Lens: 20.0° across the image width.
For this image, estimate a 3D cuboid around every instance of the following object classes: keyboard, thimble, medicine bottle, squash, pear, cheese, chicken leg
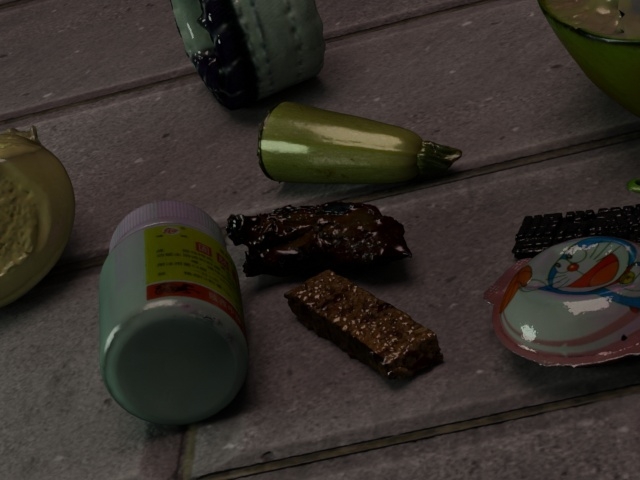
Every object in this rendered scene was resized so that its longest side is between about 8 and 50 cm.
[{"bbox_3d":[0.300,-0.016,1.750,0.231,0.023,0.072,-5,29,23],"label":"keyboard"},{"bbox_3d":[-0.095,-0.279,2.242,0.150,0.237,0.237,-19,29,-11],"label":"thimble"},{"bbox_3d":[-0.144,0.065,1.744,0.139,0.139,0.225,-17,29,2],"label":"medicine bottle"},{"bbox_3d":[0.049,-0.100,1.990,0.224,0.094,0.094,7,37,26],"label":"squash"},{"bbox_3d":[0.424,-0.232,1.902,0.398,0.165,0.399,-14,29,8],"label":"pear"},{"bbox_3d":[0.268,0.061,1.583,0.286,0.074,0.189,15,45,44],"label":"cheese"},{"bbox_3d":[0.000,0.000,1.852,0.233,0.063,0.105,-3,37,25],"label":"chicken leg"}]

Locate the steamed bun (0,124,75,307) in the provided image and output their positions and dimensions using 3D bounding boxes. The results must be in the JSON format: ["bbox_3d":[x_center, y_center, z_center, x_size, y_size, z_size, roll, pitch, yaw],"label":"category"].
[{"bbox_3d":[-0.399,-0.012,2.005,0.273,0.166,0.232,-25,17,-23],"label":"steamed bun"}]

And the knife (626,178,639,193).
[{"bbox_3d":[0.371,-0.047,1.720,0.166,0.023,0.078,0,15,27],"label":"knife"}]

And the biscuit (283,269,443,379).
[{"bbox_3d":[0.040,0.080,1.722,0.064,0.034,0.199,-30,32,-19],"label":"biscuit"}]
